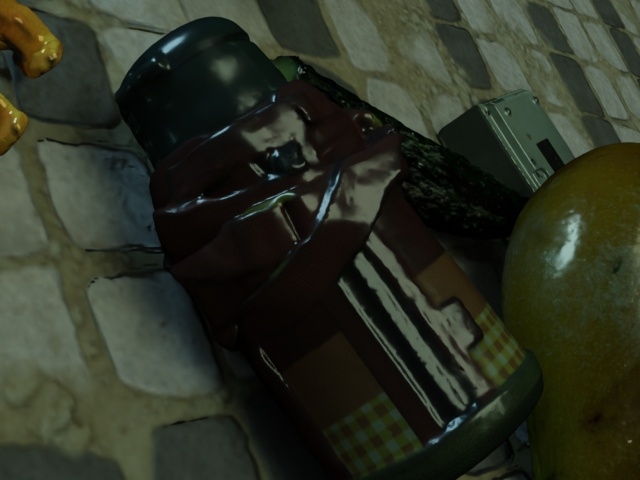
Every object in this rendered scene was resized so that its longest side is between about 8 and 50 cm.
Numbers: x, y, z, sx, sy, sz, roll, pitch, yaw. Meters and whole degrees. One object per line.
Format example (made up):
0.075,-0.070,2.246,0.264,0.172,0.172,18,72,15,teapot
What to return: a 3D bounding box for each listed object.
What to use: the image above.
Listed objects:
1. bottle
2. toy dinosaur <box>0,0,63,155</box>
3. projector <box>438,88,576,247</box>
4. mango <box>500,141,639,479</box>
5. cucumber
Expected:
0.000,0.000,0.551,0.271,0.143,0.156,55,34,1,bottle
-0.185,-0.111,0.489,0.117,0.070,0.288,36,34,-26,toy dinosaur
0.182,-0.056,0.888,0.147,0.061,0.115,58,36,5,projector
0.217,0.076,0.731,0.192,0.146,0.316,21,63,-21,mango
0.064,-0.047,0.734,0.293,0.067,0.068,23,46,-40,cucumber
